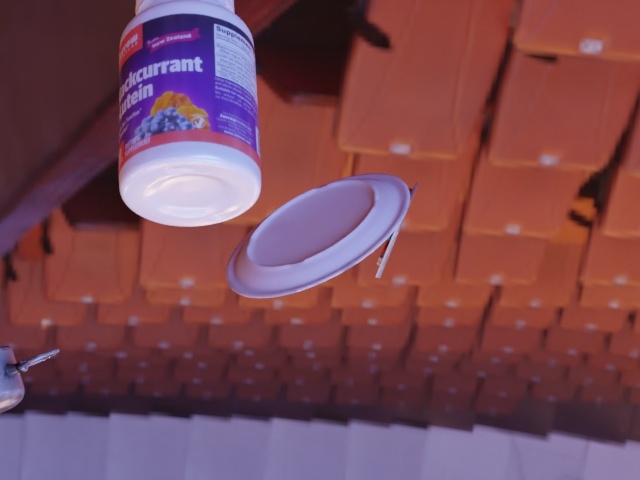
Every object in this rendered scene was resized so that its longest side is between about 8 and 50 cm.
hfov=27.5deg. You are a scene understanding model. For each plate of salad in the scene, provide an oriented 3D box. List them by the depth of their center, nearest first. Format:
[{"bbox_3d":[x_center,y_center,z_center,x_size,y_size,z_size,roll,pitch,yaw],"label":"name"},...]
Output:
[{"bbox_3d":[0.000,0.000,1.281,0.199,0.048,0.200,-23,-153,12],"label":"plate of salad"}]

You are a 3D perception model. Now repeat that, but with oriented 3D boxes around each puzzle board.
[{"bbox_3d":[0.090,-0.015,1.560,0.011,0.096,0.128,22,-164,3],"label":"puzzle board"}]

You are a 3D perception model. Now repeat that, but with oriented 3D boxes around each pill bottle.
[{"bbox_3d":[-0.104,-0.118,1.021,0.108,0.194,0.108,-4,152,-2],"label":"pill bottle"}]

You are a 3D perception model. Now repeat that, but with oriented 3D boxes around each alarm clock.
[{"bbox_3d":[-0.317,0.135,1.178,0.192,0.064,0.129,-24,173,16],"label":"alarm clock"}]
